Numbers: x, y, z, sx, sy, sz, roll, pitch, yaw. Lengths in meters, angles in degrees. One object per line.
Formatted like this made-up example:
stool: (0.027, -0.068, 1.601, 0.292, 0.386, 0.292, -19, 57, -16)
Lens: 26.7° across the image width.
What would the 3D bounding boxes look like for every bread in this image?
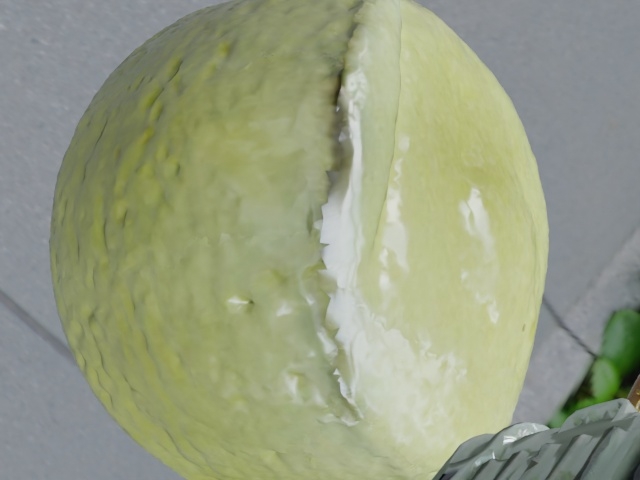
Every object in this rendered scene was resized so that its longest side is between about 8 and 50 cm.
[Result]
bread: (-0.009, 0.000, 0.838, 0.320, 0.237, 0.320, 1, 89, -48)

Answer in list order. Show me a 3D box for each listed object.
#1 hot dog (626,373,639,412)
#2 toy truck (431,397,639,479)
hot dog: (0.311, 0.093, 1.093, 0.045, 0.071, 0.165, 1, 123, -55)
toy truck: (0.180, 0.209, 0.345, 0.387, 0.207, 0.173, 48, 49, -8)
